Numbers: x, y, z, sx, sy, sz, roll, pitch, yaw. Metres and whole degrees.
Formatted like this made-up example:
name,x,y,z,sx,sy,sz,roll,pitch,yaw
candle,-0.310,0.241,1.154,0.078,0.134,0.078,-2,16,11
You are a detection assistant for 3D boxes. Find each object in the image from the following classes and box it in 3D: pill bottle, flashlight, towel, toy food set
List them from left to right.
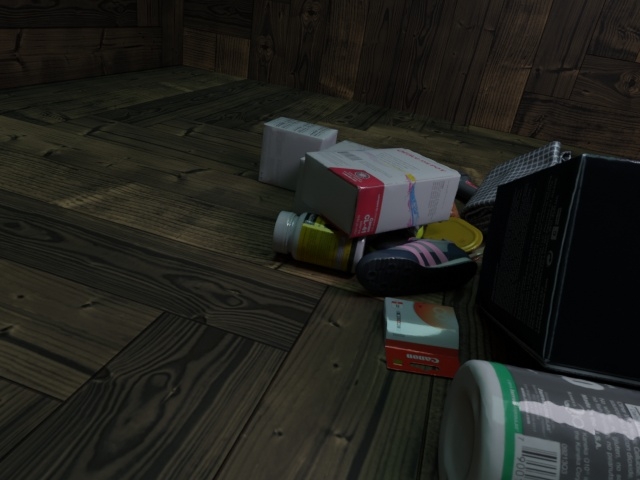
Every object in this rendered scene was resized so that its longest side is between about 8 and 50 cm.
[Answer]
name,x,y,z,sx,sy,sz,roll,pitch,yaw
pill bottle,0.000,0.000,1.128,0.209,0.119,0.119,12,27,6
toy food set,0.364,0.017,1.284,0.128,0.071,0.218,-24,33,-10
flashlight,0.557,-0.163,1.656,0.103,0.103,0.304,23,14,-37
towel,0.563,-0.145,1.372,0.235,0.121,0.284,-46,13,-30
pill bottle,0.347,0.280,0.593,0.361,0.204,0.204,11,27,2

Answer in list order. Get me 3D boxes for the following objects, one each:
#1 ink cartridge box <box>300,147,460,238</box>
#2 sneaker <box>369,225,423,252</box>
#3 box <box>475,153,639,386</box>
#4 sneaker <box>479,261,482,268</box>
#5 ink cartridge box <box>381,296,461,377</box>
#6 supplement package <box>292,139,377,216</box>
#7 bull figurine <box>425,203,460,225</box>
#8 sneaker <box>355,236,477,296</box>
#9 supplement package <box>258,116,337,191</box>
name,x,y,z,sx,sy,sz,roll,pitch,yaw
ink cartridge box,0.139,-0.125,1.141,0.306,0.131,0.226,-8,31,-31
sneaker,0.209,-0.038,1.266,0.111,0.121,0.300,17,28,15
box,0.564,0.059,0.805,0.480,0.297,0.472,10,2,7
sneaker,0.447,0.071,1.201,0.094,0.080,0.212,6,17,19
ink cartridge box,0.193,0.181,0.919,0.145,0.045,0.179,9,24,0
supplement package,0.073,-0.170,1.422,0.178,0.175,0.293,21,29,20
bull figurine,0.344,-0.128,1.518,0.188,0.101,0.310,5,24,0
sneaker,0.202,0.048,1.104,0.319,0.112,0.131,4,36,-29
supplement package,-0.073,-0.276,1.564,0.203,0.194,0.149,17,28,14
